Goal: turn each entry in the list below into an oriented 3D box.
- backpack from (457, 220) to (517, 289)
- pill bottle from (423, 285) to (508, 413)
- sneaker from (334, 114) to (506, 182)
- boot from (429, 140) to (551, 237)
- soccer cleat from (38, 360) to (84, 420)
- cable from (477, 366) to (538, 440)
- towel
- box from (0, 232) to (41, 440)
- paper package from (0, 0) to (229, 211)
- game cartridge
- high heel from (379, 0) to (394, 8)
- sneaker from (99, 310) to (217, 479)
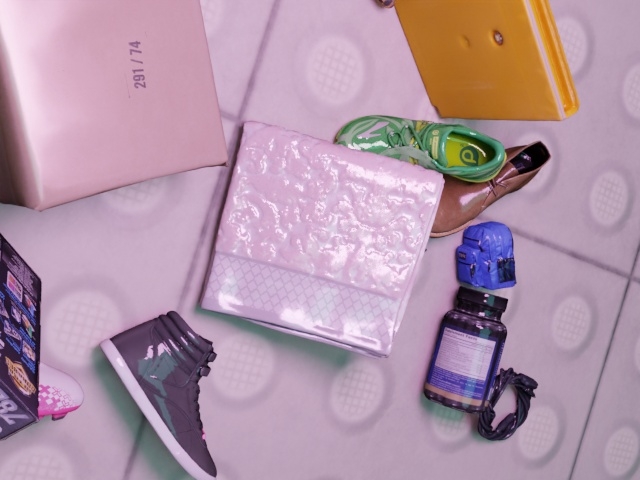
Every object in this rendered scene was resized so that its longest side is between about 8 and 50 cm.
[{"bbox_3d":[0.310,0.027,1.571,0.101,0.098,0.120,-7,101,-25],"label":"backpack"},{"bbox_3d":[0.277,0.202,1.563,0.122,0.122,0.219,16,89,-31],"label":"pill bottle"},{"bbox_3d":[0.172,-0.165,1.415,0.295,0.123,0.110,4,82,-4],"label":"sneaker"},{"bbox_3d":[0.290,-0.105,1.514,0.305,0.115,0.112,-29,86,-26],"label":"boot"},{"bbox_3d":[-0.470,0.156,1.129,0.331,0.116,0.143,15,91,-30],"label":"soccer cleat"},{"bbox_3d":[0.359,0.326,1.659,0.184,0.047,0.151,24,98,-50],"label":"cable"},{"bbox_3d":[0.000,0.000,1.335,0.331,0.053,0.317,16,89,-4],"label":"towel"},{"bbox_3d":[-0.442,0.045,0.998,0.073,0.293,0.296,-28,126,2],"label":"box"},{"bbox_3d":[-0.306,-0.226,1.106,0.309,0.168,0.325,-20,108,-41],"label":"paper package"},{"bbox_3d":[0.250,-0.330,1.353,0.052,0.323,0.285,-32,112,-19],"label":"game cartridge"},{"bbox_3d":[0.013,-0.468,1.353,0.186,0.093,0.261,-27,120,-5],"label":"high heel"},{"bbox_3d":[-0.202,0.240,1.301,0.146,0.104,0.296,-34,108,-16],"label":"sneaker"}]
